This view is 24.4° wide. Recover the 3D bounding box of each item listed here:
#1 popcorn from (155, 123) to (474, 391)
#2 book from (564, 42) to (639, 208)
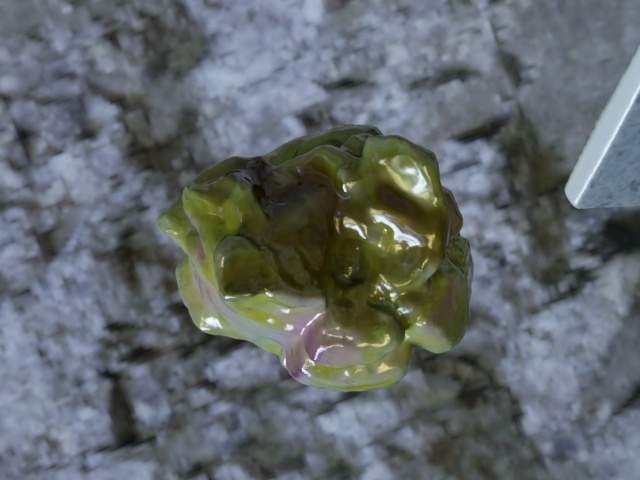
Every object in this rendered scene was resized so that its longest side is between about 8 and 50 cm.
[{"bbox_3d":[-0.001,0.000,0.536,0.109,0.089,0.097,6,-123,28],"label":"popcorn"},{"bbox_3d":[0.383,-0.130,1.035,0.389,0.269,0.032,-6,-129,-22],"label":"book"}]
